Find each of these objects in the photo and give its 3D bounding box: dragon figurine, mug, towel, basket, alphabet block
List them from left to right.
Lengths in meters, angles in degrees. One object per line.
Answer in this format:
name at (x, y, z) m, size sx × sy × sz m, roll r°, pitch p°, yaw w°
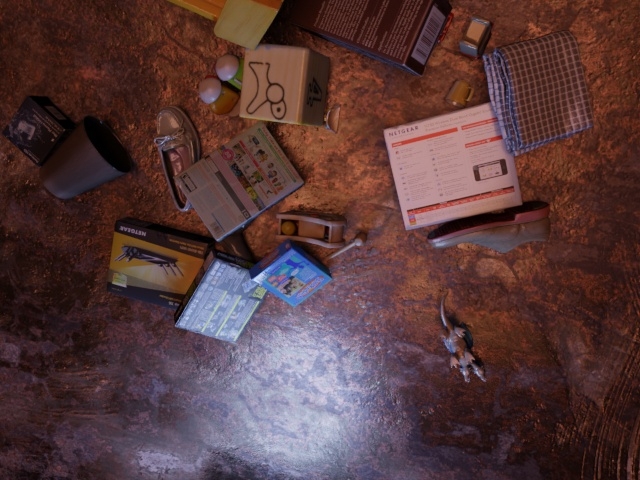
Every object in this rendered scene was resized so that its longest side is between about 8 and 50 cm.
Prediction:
basket at (-0.736, -0.239, 1.689) m, size 0.227 × 0.154 × 0.204 m, roll -29°, pitch 102°, yaw 16°
alphabet block at (-0.097, -0.426, 1.517) m, size 0.193 × 0.193 × 0.197 m, roll 13°, pitch 104°, yaw 19°
dragon figurine at (0.415, 0.304, 1.662) m, size 0.085 × 0.144 × 0.289 m, roll -26°, pitch 78°, yaw 14°
mug at (0.395, -0.411, 1.532) m, size 0.078 × 0.062 × 0.064 m, roll 26°, pitch 96°, yaw 26°
towel at (0.574, -0.387, 1.436) m, size 0.235 × 0.121 × 0.283 m, roll -19°, pitch 98°, yaw -14°

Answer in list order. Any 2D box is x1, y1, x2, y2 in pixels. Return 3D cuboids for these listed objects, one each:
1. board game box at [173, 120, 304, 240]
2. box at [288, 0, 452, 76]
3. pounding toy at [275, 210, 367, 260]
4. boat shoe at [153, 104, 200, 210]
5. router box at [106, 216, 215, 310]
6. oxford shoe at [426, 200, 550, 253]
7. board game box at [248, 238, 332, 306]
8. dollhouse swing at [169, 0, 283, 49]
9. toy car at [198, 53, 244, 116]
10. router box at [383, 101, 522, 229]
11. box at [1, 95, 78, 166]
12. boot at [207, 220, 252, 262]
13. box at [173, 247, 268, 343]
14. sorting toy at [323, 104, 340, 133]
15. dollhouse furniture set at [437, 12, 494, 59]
board game box at (-0.234, -0.170, 1.597) m, size 0.303 × 0.097 × 0.224 m, roll -34°, pitch 89°, yaw -6°
box at (0.123, -0.588, 1.427) m, size 0.381 × 0.143 × 0.191 m, roll 31°, pitch 107°, yaw 24°
pounding toy at (0.000, 0.000, 1.625) m, size 0.270 × 0.154 × 0.154 m, roll 5°, pitch 102°, yaw 8°
boat shoe at (-0.431, -0.249, 1.663) m, size 0.118 × 0.103 × 0.320 m, roll -6°, pitch 101°, yaw 9°
router box at (-0.513, 0.079, 1.753) m, size 0.309 × 0.081 × 0.242 m, roll 13°, pitch 103°, yaw 5°
oxford shoe at (0.486, -0.010, 1.573) m, size 0.348 × 0.123 × 0.130 m, roll -12°, pitch 108°, yaw 13°
board game box at (-0.087, 0.103, 1.653) m, size 0.160 × 0.047 × 0.210 m, roll -38°, pitch 134°, yaw 13°
dollhouse swing at (-0.205, -0.717, 1.339) m, size 0.305 × 0.315 × 0.346 m, roll 28°, pitch 76°, yaw -17°
toy car at (-0.271, -0.461, 1.591) m, size 0.182 × 0.159 × 0.136 m, roll -49°, pitch 55°, yaw 14°
router box at (0.374, -0.213, 1.564) m, size 0.336 × 0.082 × 0.301 m, roll -12°, pitch 99°, yaw 10°
box at (-0.871, -0.341, 1.714) m, size 0.156 × 0.093 × 0.158 m, roll 43°, pitch 105°, yaw -2°
boot at (-0.227, -0.053, 1.698) m, size 0.190 × 0.076 × 0.208 m, roll 43°, pitch 97°, yaw -4°
box at (-0.297, 0.177, 1.696) m, size 0.216 × 0.060 × 0.270 m, roll 22°, pitch 110°, yaw -30°
sorting toy at (0.029, -0.354, 1.589) m, size 0.045 × 0.075 × 0.083 m, roll 9°, pitch 102°, yaw 6°
dollhouse furniture set at (0.328, -0.586, 1.492) m, size 0.259 × 0.135 × 0.262 m, roll 28°, pitch 104°, yaw 14°
